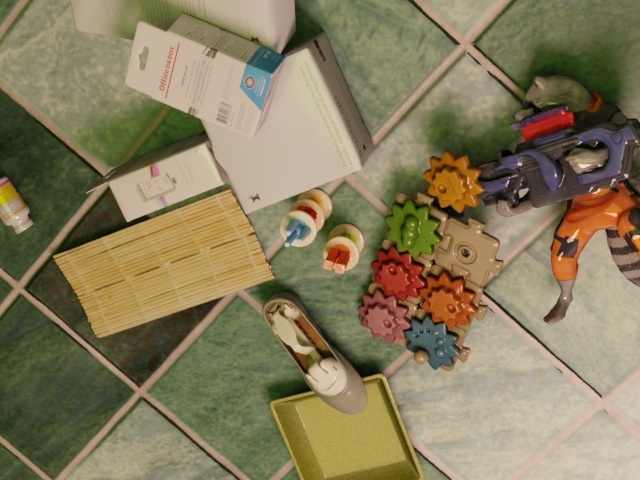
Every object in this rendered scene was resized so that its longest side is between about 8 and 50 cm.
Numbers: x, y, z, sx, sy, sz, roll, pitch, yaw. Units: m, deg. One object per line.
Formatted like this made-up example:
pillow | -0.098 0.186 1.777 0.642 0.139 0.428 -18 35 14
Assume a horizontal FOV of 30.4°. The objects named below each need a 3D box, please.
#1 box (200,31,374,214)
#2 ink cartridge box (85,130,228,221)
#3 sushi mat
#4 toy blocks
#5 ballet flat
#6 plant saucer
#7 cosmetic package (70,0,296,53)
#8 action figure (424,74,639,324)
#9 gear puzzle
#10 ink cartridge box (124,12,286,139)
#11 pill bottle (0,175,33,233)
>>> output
box | -0.048 -0.159 1.591 0.182 0.119 0.181 -20 105 19
ink cartridge box | -0.218 -0.091 1.656 0.198 0.115 0.067 -19 105 19
sushi mat | -0.234 0.038 1.760 0.317 0.019 0.151 -19 104 18
toy blocks | 0.000 0.000 1.624 0.054 0.148 0.123 -40 97 23
ballet flat | -0.014 0.168 1.705 0.072 0.068 0.213 -39 81 16
plant saucer | 0.044 0.294 1.781 0.188 0.045 0.188 -16 106 18
cosmetic package | -0.183 -0.412 1.429 0.285 0.097 0.377 14 135 16
action figure | 0.322 -0.061 1.559 0.341 0.179 0.330 -5 105 46
gear puzzle | 0.153 0.031 1.602 0.175 0.044 0.338 28 127 18
ink cartridge box | -0.146 -0.213 1.481 0.180 0.060 0.104 24 128 3
pill bottle | -0.466 -0.052 1.764 0.043 0.043 0.083 -27 103 20
